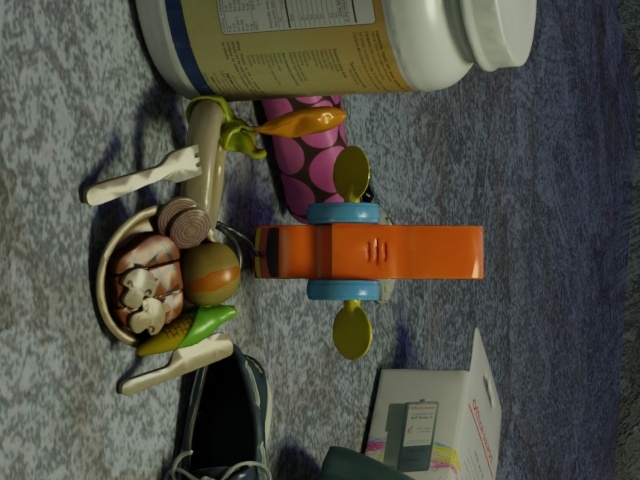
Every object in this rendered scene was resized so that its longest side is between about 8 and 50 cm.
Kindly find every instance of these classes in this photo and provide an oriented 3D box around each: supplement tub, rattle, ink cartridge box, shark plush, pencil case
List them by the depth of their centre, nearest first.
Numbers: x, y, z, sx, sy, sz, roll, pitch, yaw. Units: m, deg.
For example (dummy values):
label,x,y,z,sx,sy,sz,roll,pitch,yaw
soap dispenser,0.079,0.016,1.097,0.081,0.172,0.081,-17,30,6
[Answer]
label,x,y,z,sx,sy,sz,roll,pitch,yaw
rattle,-0.066,-0.022,1.550,0.130,0.143,0.199,126,-28,-59
supplement tub,0.018,-0.239,1.568,0.228,0.316,0.228,-2,90,-72
pencil case,-0.010,-0.123,1.847,0.098,0.095,0.209,-92,173,-59
shark plush,0.058,-0.004,2.147,0.067,0.073,0.161,96,-26,-80
ink cartridge box,0.133,0.298,2.189,0.207,0.119,0.353,69,27,-46

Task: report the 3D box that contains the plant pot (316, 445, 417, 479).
label,x,y,z,sx,sy,sz,roll,pitch,yaw
plant pot,0.086,0.373,1.846,0.196,0.293,0.293,-59,153,-13

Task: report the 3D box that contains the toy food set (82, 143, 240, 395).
label,x,y,z,sx,sy,sz,roll,pitch,yaw
toy food set,-0.123,0.030,1.462,0.132,0.038,0.192,-23,114,-33

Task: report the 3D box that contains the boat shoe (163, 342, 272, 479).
label,x,y,z,sx,sy,sz,roll,pitch,yaw
boat shoe,-0.084,0.210,1.571,0.079,0.095,0.254,62,30,-56

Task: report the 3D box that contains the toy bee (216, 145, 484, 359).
label,x,y,z,sx,sy,sz,roll,pitch,yaw
toy bee,0.000,0.000,1.730,0.195,0.298,0.162,-70,-162,-8
